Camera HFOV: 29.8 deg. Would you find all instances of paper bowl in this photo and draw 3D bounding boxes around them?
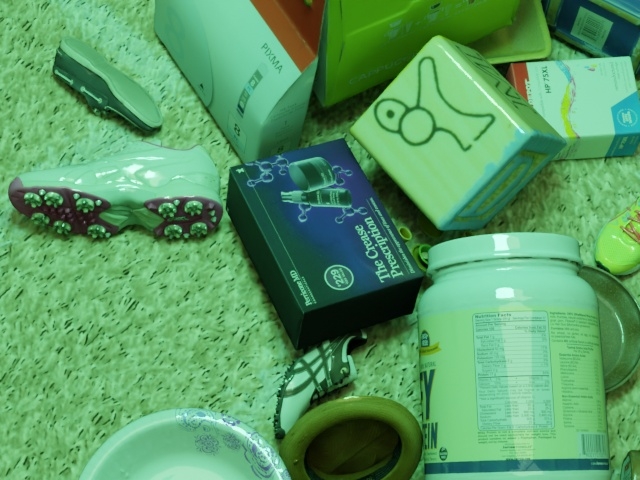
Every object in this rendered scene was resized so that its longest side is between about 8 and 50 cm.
[{"bbox_3d":[-0.168,0.366,1.526,0.284,0.148,0.284,0,67,0],"label":"paper bowl"}]

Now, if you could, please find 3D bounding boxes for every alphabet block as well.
[{"bbox_3d":[0.195,-0.146,1.695,0.192,0.193,0.197,-46,72,17],"label":"alphabet block"}]

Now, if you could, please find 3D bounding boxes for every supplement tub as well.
[{"bbox_3d":[0.244,0.168,1.544,0.235,0.235,0.325,-1,78,-2],"label":"supplement tub"}]

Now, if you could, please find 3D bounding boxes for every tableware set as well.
[{"bbox_3d":[0.166,-0.003,1.716,0.154,0.024,0.104,-5,60,-42],"label":"tableware set"}]

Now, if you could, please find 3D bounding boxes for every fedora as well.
[{"bbox_3d":[0.039,0.262,1.588,0.194,0.194,0.079,-3,31,-2],"label":"fedora"}]

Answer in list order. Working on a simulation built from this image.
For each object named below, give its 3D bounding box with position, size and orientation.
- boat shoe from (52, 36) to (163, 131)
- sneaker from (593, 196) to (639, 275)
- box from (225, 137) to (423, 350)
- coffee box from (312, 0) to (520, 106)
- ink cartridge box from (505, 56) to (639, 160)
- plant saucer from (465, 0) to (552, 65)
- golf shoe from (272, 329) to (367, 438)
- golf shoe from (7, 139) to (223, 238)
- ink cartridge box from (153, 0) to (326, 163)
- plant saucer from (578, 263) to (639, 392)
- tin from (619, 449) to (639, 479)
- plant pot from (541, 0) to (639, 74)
[{"bbox_3d":[-0.327,-0.225,1.837,0.206,0.075,0.065,41,115,10],"label":"boat shoe"},{"bbox_3d":[0.475,-0.035,1.739,0.081,0.094,0.208,43,74,14],"label":"sneaker"},{"bbox_3d":[0.000,0.000,1.674,0.184,0.103,0.261,-18,58,-18],"label":"box"},{"bbox_3d":[0.079,-0.453,1.693,0.337,0.338,0.334,-26,70,-11],"label":"coffee box"},{"bbox_3d":[0.357,-0.196,1.814,0.231,0.078,0.134,-4,67,-2],"label":"ink cartridge box"},{"bbox_3d":[0.163,-0.390,1.894,0.332,0.081,0.333,-7,67,-5],"label":"plant saucer"},{"bbox_3d":[0.000,0.188,1.645,0.094,0.077,0.198,22,69,8],"label":"golf shoe"},{"bbox_3d":[-0.293,-0.081,1.748,0.306,0.115,0.140,4,56,-6],"label":"golf shoe"},{"bbox_3d":[-0.123,-0.316,1.690,0.091,0.385,0.308,-26,69,-19],"label":"ink cartridge box"},{"bbox_3d":[0.357,0.129,1.698,0.198,0.036,0.199,1,66,-1],"label":"plant saucer"},{"bbox_3d":[0.409,0.365,1.559,0.040,0.106,0.190,7,66,2],"label":"tin"},{"bbox_3d":[0.465,-0.402,1.830,0.236,0.236,0.212,30,76,10],"label":"plant pot"}]
